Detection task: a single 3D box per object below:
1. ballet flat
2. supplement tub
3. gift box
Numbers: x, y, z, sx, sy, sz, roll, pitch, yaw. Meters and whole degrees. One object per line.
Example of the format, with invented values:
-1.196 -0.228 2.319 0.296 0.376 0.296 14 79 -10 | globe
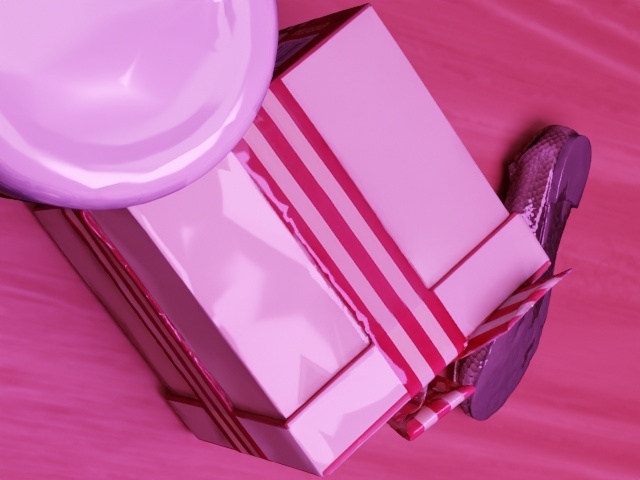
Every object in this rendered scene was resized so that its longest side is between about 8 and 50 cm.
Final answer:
0.156 0.024 1.268 0.084 0.058 0.249 15 93 -59 | ballet flat
-0.177 -0.127 0.952 0.207 0.338 0.207 -2 94 -23 | supplement tub
0.000 0.000 1.085 0.276 0.255 0.258 -38 106 -16 | gift box
